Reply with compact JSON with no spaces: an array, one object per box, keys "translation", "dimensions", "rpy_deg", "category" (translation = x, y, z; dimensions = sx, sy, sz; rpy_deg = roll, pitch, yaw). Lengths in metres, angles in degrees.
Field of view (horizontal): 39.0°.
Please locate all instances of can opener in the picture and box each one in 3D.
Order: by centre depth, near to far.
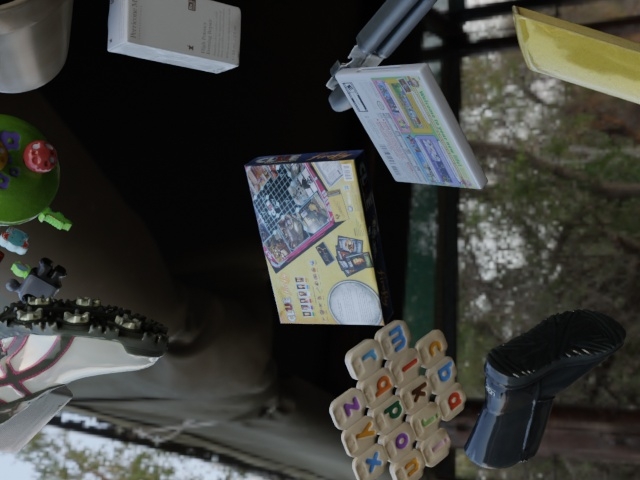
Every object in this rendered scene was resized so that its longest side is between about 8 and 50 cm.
[{"translation":[0.108,-0.339,1.587],"dimensions":[0.074,0.280,0.093],"rpy_deg":[1,-127,-39],"category":"can opener"}]

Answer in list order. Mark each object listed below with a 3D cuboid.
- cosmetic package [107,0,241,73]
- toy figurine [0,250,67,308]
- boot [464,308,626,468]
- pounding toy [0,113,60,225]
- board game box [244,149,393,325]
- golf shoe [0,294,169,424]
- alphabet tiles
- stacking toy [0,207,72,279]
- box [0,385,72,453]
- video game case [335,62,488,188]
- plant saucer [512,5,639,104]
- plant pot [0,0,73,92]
[{"translation":[-0.264,-0.386,1.650],"dimensions":[0.231,0.085,0.117],"rpy_deg":[4,-95,-37],"category":"cosmetic package"},{"translation":[-0.483,0.126,1.463],"dimensions":[0.148,0.213,0.209],"rpy_deg":[-55,-27,8],"category":"toy figurine"},{"translation":[0.329,0.224,1.347],"dimensions":[0.094,0.246,0.207],"rpy_deg":[47,145,42],"category":"boot"},{"translation":[-0.496,-0.145,1.396],"dimensions":[0.183,0.110,0.237],"rpy_deg":[-38,-81,-35],"category":"pounding toy"},{"translation":[0.000,0.000,1.244],"dimensions":[0.042,0.165,0.243],"rpy_deg":[-47,-49,-56],"category":"board game box"},{"translation":[-0.268,0.110,0.785],"dimensions":[0.105,0.272,0.120],"rpy_deg":[-134,44,-82],"category":"golf shoe"},{"translation":[0.142,0.292,1.610],"dimensions":[0.278,0.021,0.284],"rpy_deg":[-31,-72,-30],"category":"alphabet tiles"},{"translation":[-0.581,-0.016,1.613],"dimensions":[0.221,0.167,0.052],"rpy_deg":[26,-146,-21],"category":"stacking toy"},{"translation":[-0.361,0.171,1.023],"dimensions":[0.102,0.101,0.087],"rpy_deg":[-46,-25,3],"category":"box"},{"translation":[0.134,-0.169,1.348],"dimensions":[0.023,0.193,0.212],"rpy_deg":[-45,-60,-23],"category":"video game case"},{"translation":[0.465,-0.296,1.490],"dimensions":[0.333,0.332,0.081],"rpy_deg":[-55,-17,-71],"category":"plant saucer"},{"translation":[-0.571,-0.420,1.594],"dimensions":[0.280,0.323,0.323],"rpy_deg":[97,-178,-59],"category":"plant pot"}]
